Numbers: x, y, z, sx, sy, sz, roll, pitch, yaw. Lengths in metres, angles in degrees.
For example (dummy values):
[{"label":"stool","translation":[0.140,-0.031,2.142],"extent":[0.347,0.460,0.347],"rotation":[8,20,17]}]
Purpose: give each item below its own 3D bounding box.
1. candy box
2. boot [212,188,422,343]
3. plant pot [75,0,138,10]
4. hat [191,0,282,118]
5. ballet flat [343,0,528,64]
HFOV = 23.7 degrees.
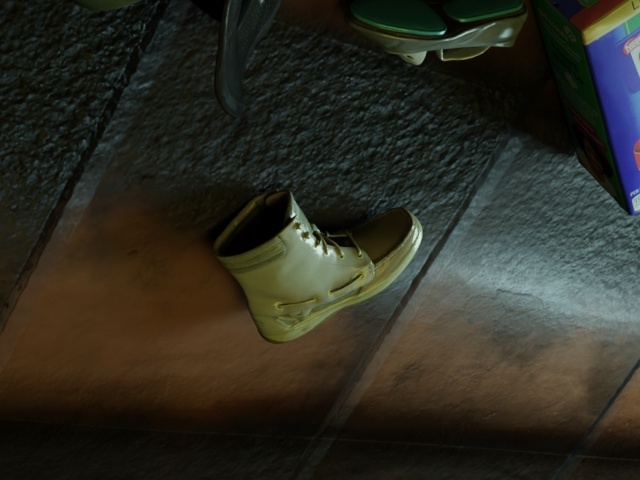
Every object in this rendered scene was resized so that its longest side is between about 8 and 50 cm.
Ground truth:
[{"label":"candy box","translation":[0.387,-0.221,1.657],"extent":[0.268,0.122,0.317],"rotation":[-34,138,-5]},{"label":"boot","translation":[0.000,0.000,1.613],"extent":[0.213,0.077,0.165],"rotation":[-34,136,-6]},{"label":"plant pot","translation":[-0.159,-0.334,1.055],"extent":[0.196,0.293,0.293],"rotation":[32,104,-35]},{"label":"hat","translation":[-0.084,-0.269,1.240],"extent":[0.134,0.331,0.331],"rotation":[17,123,1]},{"label":"ballet flat","translation":[0.113,-0.205,1.513],"extent":[0.213,0.072,0.068],"rotation":[-10,136,-30]}]
